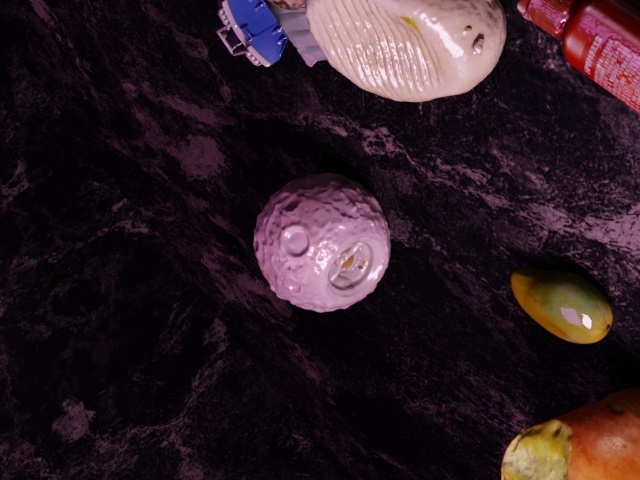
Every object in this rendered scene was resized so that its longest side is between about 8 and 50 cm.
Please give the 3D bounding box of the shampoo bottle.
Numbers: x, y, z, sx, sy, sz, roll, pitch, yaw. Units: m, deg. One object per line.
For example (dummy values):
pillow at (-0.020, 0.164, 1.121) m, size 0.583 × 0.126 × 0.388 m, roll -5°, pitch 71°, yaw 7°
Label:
shampoo bottle at (0.356, -0.190, 1.219) m, size 0.314 × 0.076 × 0.118 m, roll 41°, pitch 163°, yaw 20°

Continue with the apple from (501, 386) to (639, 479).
apple at (0.456, 0.393, 1.710) m, size 0.339 × 0.339 × 0.339 m, roll 41°, pitch 160°, yaw 19°

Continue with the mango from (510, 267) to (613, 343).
mango at (0.375, 0.099, 1.733) m, size 0.122 × 0.085 × 0.191 m, roll 45°, pitch 173°, yaw -22°

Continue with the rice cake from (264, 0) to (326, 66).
rice cake at (-0.014, -0.352, 1.751) m, size 0.189 × 0.037 × 0.198 m, roll 55°, pitch 160°, yaw -18°

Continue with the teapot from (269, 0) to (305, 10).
teapot at (-0.033, -0.418, 1.529) m, size 0.298 × 0.139 × 0.204 m, roll 14°, pitch 114°, yaw 63°

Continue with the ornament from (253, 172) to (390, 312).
ornament at (0.000, 0.000, 2.080) m, size 0.225 × 0.259 × 0.259 m, roll 40°, pitch 160°, yaw 40°

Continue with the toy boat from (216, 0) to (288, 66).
toy boat at (-0.126, -0.353, 1.872) m, size 0.129 × 0.088 × 0.295 m, roll 55°, pitch 179°, yaw -15°

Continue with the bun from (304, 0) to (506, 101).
bun at (0.112, -0.286, 1.425) m, size 0.259 × 0.160 × 0.259 m, roll 22°, pitch 151°, yaw 13°
